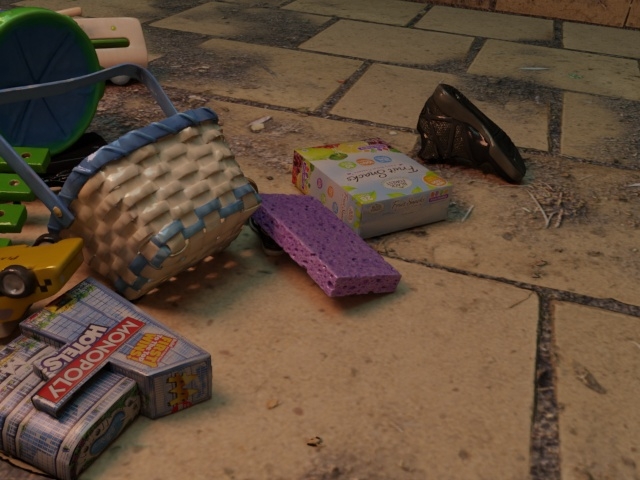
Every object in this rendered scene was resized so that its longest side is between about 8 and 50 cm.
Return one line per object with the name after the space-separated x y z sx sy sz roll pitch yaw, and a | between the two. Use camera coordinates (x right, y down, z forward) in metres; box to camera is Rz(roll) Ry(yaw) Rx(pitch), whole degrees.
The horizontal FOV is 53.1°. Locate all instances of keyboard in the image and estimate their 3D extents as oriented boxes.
-0.489 -0.112 1.030 0.317 0.033 0.201 -15 35 -28 | keyboard

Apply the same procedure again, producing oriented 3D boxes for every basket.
-0.241 -0.088 0.799 0.255 0.201 0.289 -33 87 -46 | basket

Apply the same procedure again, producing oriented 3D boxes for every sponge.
0.000 0.000 0.856 0.117 0.031 0.210 -2 33 -41 | sponge

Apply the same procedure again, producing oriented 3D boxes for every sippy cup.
-0.520 -0.271 1.034 0.224 0.305 0.240 21 78 24 | sippy cup

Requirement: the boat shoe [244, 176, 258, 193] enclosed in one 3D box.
-0.180 -0.073 0.954 0.178 0.064 0.060 -1 6 -10 | boat shoe

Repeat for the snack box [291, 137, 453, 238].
0.078 -0.091 1.030 0.174 0.070 0.207 -14 37 -29 | snack box

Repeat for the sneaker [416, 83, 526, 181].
0.269 -0.171 1.191 0.227 0.130 0.087 44 36 9 | sneaker

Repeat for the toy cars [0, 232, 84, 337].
-0.430 0.092 0.644 0.394 0.087 0.176 -25 27 -34 | toy cars

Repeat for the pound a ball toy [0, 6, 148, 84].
-0.539 -0.405 1.380 0.319 0.135 0.208 -13 1 -28 | pound a ball toy

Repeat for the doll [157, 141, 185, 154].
-0.227 -0.139 1.046 0.189 0.046 0.129 9 -15 45 | doll

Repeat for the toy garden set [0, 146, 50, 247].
-0.496 -0.041 0.863 0.204 0.049 0.244 1 42 -6 | toy garden set

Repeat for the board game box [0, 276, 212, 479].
-0.215 0.131 0.627 0.194 0.060 0.194 15 32 19 | board game box

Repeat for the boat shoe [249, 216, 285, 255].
-0.076 -0.025 0.928 0.046 0.038 0.125 -3 32 -13 | boat shoe
